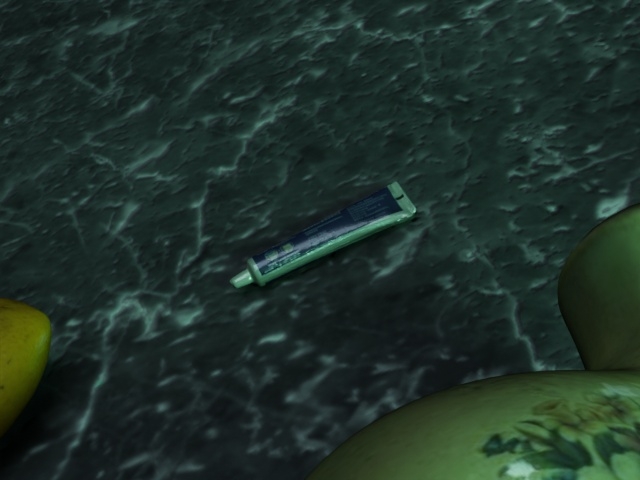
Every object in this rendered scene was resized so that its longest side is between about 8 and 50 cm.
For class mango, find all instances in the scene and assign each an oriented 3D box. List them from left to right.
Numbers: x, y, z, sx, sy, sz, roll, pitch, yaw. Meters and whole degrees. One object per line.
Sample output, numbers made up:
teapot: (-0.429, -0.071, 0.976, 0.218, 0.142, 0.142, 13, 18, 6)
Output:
mango: (-0.276, 0.110, 0.875, 0.217, 0.102, 0.141, -31, 18, -13)

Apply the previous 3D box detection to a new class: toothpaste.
toothpaste: (0.000, 0.000, 0.919, 0.140, 0.021, 0.037, -26, 48, -6)

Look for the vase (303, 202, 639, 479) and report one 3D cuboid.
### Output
vase: (0.155, 0.176, 0.544, 0.329, 0.241, 0.302, 43, 56, 18)
